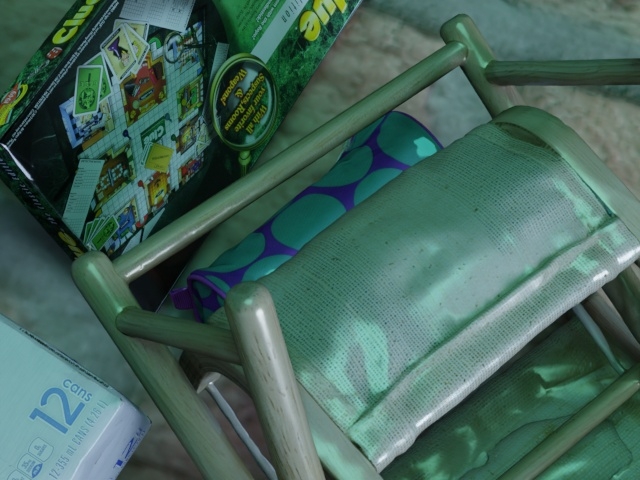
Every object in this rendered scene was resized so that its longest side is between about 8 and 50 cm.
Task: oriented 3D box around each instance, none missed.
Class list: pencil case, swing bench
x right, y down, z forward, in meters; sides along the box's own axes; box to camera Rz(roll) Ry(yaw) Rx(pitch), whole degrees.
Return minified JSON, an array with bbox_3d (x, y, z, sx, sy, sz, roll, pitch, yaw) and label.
[{"bbox_3d":[0.000,0.000,0.833,0.070,0.064,0.152,34,62,29],"label":"pencil case"},{"bbox_3d":[0.070,0.060,0.744,0.253,0.165,0.254,-34,112,-25],"label":"swing bench"}]

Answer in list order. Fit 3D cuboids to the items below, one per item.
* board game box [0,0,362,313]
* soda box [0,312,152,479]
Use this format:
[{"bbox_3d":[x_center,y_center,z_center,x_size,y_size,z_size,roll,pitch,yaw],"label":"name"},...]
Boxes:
[{"bbox_3d":[-0.066,-0.099,0.844,0.136,0.030,0.259,53,55,-34],"label":"board game box"},{"bbox_3d":[-0.187,0.163,0.649,0.091,0.098,0.286,33,81,7],"label":"soda box"}]
